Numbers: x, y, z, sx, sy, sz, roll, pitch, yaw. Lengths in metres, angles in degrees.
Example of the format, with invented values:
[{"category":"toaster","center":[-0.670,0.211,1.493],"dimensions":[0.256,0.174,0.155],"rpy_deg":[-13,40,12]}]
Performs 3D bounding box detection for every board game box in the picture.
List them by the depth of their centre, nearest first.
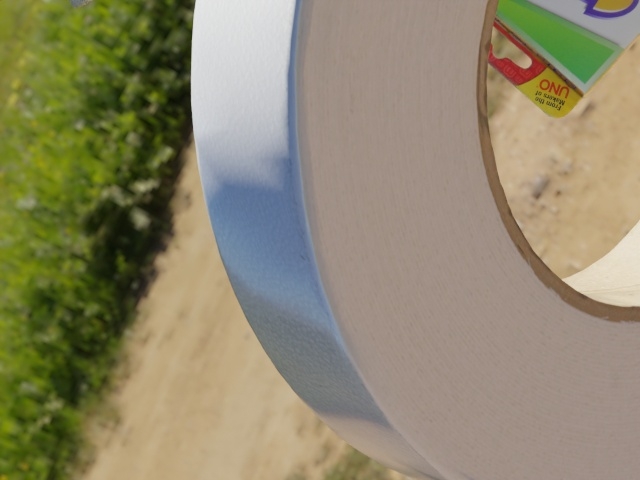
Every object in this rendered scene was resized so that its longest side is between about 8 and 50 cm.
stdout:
[{"category":"board game box","center":[0.195,-0.212,1.026],"dimensions":[0.259,0.124,0.039],"rpy_deg":[-49,-6,6]}]

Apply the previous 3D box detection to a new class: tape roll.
[{"category":"tape roll","center":[0.121,-0.072,0.690],"dimensions":[0.072,0.392,0.392],"rpy_deg":[12,74,53]}]

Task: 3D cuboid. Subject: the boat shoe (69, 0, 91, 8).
[{"category":"boat shoe","center":[-0.131,-0.338,1.474],"dimensions":[0.302,0.103,0.113],"rpy_deg":[-38,15,-19]}]
